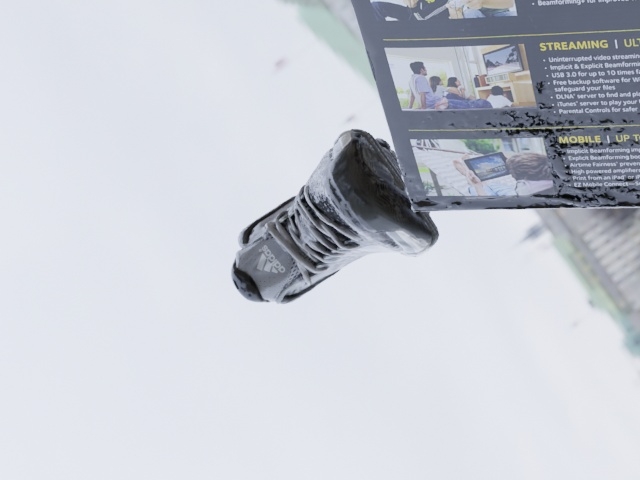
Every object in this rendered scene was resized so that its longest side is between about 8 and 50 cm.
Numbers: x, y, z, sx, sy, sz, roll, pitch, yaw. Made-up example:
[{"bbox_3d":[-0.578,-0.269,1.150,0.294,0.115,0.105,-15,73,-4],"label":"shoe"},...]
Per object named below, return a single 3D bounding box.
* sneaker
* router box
[{"bbox_3d":[0.000,0.000,0.991,0.086,0.132,0.228,56,-173,3],"label":"sneaker"},{"bbox_3d":[0.102,-0.070,0.483,0.133,0.178,0.046,71,-153,-43],"label":"router box"}]
